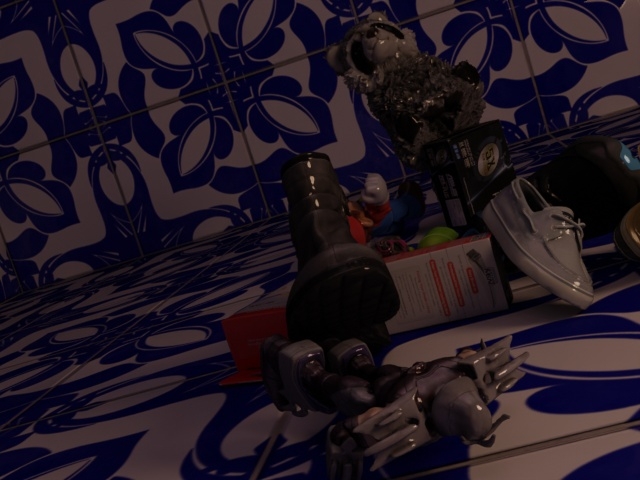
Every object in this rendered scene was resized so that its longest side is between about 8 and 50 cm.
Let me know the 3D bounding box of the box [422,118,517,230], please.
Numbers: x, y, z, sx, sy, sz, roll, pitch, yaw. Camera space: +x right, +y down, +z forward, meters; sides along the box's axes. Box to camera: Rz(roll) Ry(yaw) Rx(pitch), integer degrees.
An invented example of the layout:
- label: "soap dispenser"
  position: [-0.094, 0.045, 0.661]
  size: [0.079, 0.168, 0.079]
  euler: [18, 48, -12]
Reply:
- label: "box"
  position: [0.297, -0.126, 1.786]
  size: [0.147, 0.180, 0.077]
  euler: [-22, 9, -33]

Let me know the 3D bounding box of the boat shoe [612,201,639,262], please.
- label: "boat shoe"
  position: [0.400, -0.008, 1.104]
  size: [0.223, 0.080, 0.073]
  euler: [-20, -15, -48]

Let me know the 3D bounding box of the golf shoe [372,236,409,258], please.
- label: "golf shoe"
  position: [0.060, 0.072, 1.408]
  size: [0.186, 0.067, 0.086]
  euler: [-30, -29, -18]

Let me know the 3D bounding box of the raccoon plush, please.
- label: "raccoon plush"
  position: [0.158, -0.259, 1.928]
  size: [0.216, 0.446, 0.299]
  euler: [-32, 55, -23]

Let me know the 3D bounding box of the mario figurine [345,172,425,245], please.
- label: "mario figurine"
  position: [0.075, -0.067, 1.853]
  size: [0.170, 0.198, 0.320]
  euler: [26, 24, 28]

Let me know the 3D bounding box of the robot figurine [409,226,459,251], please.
- label: "robot figurine"
  position: [0.185, 0.017, 1.438]
  size: [0.101, 0.067, 0.115]
  euler: [-3, 11, 16]

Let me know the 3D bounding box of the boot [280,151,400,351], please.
- label: "boot"
  position: [0.000, 0.000, 1.006]
  size: [0.118, 0.222, 0.338]
  euler: [-13, -16, -4]

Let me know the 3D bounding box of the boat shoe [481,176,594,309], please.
- label: "boat shoe"
  position: [0.261, -0.007, 1.075]
  size: [0.081, 0.079, 0.227]
  euler: [-57, 28, 18]

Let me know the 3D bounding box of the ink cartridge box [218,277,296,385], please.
- label: "ink cartridge box"
  position: [-0.031, 0.110, 1.226]
  size: [0.134, 0.078, 0.231]
  euler: [-13, 9, 36]

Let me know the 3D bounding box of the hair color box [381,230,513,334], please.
- label: "hair color box"
  position: [0.146, 0.054, 1.154]
  size: [0.167, 0.093, 0.053]
  euler: [-14, 8, 21]

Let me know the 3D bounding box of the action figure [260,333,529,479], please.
- label: "action figure"
  position: [0.061, 0.134, 0.789]
  size: [0.185, 0.099, 0.285]
  euler: [-14, 8, -28]

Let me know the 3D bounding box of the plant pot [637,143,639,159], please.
- label: "plant pot"
  position: [0.539, -0.099, 1.343]
  size: [0.109, 0.109, 0.096]
  euler: [-13, -3, 36]

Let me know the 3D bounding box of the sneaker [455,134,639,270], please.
- label: "sneaker"
  position: [0.294, -0.023, 1.228]
  size: [0.140, 0.125, 0.341]
  euler: [-35, -4, -29]
